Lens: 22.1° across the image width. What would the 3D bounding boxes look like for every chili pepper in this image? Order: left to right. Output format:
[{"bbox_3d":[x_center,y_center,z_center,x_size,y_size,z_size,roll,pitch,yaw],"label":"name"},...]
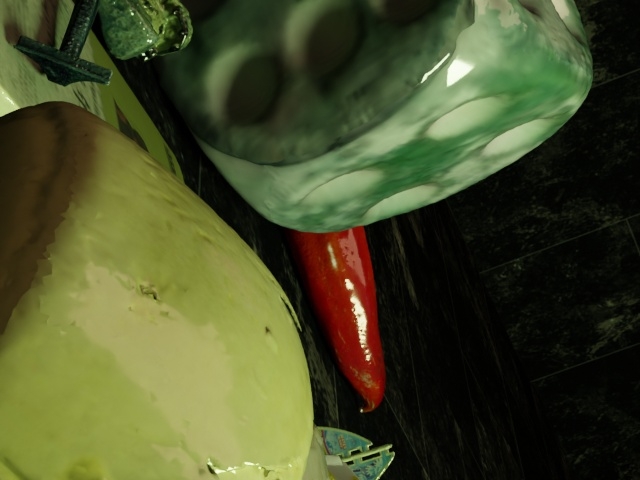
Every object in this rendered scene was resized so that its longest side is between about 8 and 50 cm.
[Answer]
[{"bbox_3d":[0.001,0.003,1.805,0.137,0.092,0.368,103,-23,-74],"label":"chili pepper"}]

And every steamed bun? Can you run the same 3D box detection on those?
[{"bbox_3d":[-0.099,0.053,0.789,0.232,0.166,0.273,38,25,-18],"label":"steamed bun"}]

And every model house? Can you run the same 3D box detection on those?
[{"bbox_3d":[-0.154,-0.188,1.394,0.083,0.066,0.078,-68,135,-73],"label":"model house"}]

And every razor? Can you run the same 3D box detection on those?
[{"bbox_3d":[-0.174,-0.143,1.147,0.066,0.033,0.190,21,22,-11],"label":"razor"}]

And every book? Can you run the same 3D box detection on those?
[{"bbox_3d":[-0.173,-0.089,1.201,0.352,0.035,0.239,57,14,-46],"label":"book"}]

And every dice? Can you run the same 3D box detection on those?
[{"bbox_3d":[0.044,-0.218,1.592,0.348,0.328,0.330,7,57,-64],"label":"dice"}]

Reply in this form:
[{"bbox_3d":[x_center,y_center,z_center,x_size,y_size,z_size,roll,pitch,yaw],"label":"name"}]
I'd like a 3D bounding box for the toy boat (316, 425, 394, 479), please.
[{"bbox_3d":[0.008,0.191,1.363,0.091,0.110,0.175,-83,152,-68],"label":"toy boat"}]

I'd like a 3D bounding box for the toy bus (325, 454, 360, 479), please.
[{"bbox_3d":[0.025,0.245,1.210,0.226,0.081,0.074,46,-55,55],"label":"toy bus"}]

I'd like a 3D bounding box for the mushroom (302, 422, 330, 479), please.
[{"bbox_3d":[-0.031,0.235,1.129,0.108,0.096,0.247,51,25,-60],"label":"mushroom"}]
